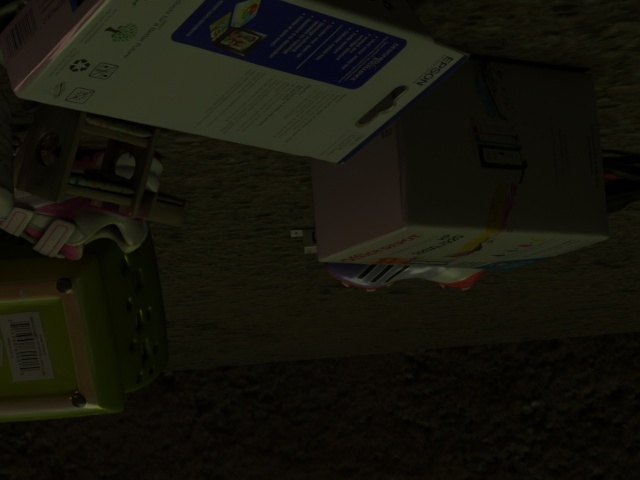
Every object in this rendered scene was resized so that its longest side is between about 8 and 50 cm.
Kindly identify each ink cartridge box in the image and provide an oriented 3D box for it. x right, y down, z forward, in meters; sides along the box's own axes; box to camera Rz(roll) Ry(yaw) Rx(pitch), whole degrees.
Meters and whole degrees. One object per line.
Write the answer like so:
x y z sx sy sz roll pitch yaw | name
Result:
0.128 -0.069 1.344 0.232 0.168 0.171 3 167 -29 | ink cartridge box
-0.054 -0.146 1.046 0.332 0.065 0.165 10 140 -46 | ink cartridge box
0.000 0.000 1.980 0.083 0.028 0.048 -4 168 0 | ink cartridge box

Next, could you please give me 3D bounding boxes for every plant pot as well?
-0.320 0.091 1.647 0.227 0.228 0.207 -5 -163 9 | plant pot

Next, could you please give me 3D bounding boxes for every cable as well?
0.384 -0.086 1.717 0.287 0.072 0.139 -15 152 -6 | cable

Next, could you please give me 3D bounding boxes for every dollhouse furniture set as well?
-0.238 -0.091 1.382 0.161 0.101 0.182 18 -177 34 | dollhouse furniture set

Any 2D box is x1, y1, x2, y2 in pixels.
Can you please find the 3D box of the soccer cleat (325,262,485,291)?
0.131 0.022 2.062 0.248 0.083 0.095 4 137 -16 | soccer cleat

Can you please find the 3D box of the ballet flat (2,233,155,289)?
-0.412 0.048 1.809 0.409 0.147 0.147 -7 168 14 | ballet flat

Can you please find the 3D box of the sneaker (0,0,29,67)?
-0.196 -0.161 1.065 0.152 0.054 0.061 -8 165 20 | sneaker

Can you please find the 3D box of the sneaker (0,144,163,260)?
-0.290 -0.035 1.493 0.252 0.111 0.103 -1 168 -17 | sneaker

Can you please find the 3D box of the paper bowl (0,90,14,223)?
-0.389 -0.089 1.109 0.284 0.148 0.284 -4 169 -1 | paper bowl
